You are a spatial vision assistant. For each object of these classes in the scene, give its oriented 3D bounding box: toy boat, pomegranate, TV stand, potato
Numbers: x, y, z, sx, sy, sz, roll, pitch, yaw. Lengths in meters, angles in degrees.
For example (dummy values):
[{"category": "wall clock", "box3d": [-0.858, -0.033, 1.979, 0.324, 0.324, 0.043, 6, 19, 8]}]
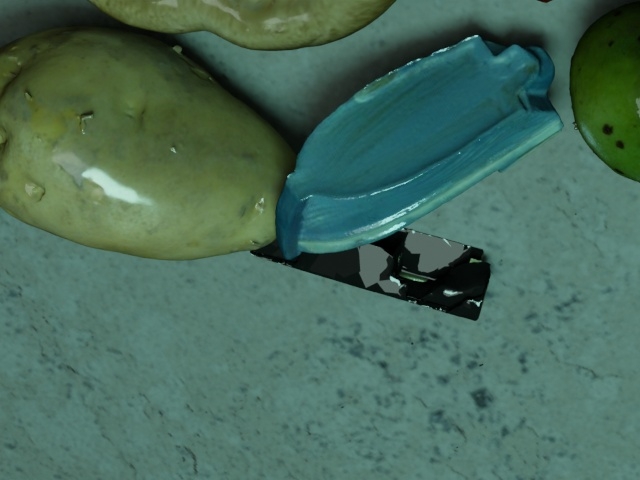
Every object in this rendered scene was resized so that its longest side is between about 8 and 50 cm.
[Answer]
[{"category": "toy boat", "box3d": [0.065, -0.049, 1.152, 0.215, 0.088, 0.102, -30, 147, 0]}, {"category": "pomegranate", "box3d": [0.217, -0.095, 1.094, 0.130, 0.130, 0.130, 6, 120, 11]}, {"category": "TV stand", "box3d": [0.000, 0.000, 1.240, 0.249, 0.042, 0.036, 16, 124, 6]}, {"category": "potato", "box3d": [-0.129, -0.061, 1.168, 0.235, 0.161, 0.128, 37, 157, 1]}]

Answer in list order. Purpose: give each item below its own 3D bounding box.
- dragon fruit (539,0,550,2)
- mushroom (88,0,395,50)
[{"category": "dragon fruit", "box3d": [0.161, -0.346, 0.975, 0.329, 0.286, 0.228, 49, 162, 11]}, {"category": "mushroom", "box3d": [-0.059, -0.232, 1.067, 0.278, 0.146, 0.278, 9, 128, 11]}]
